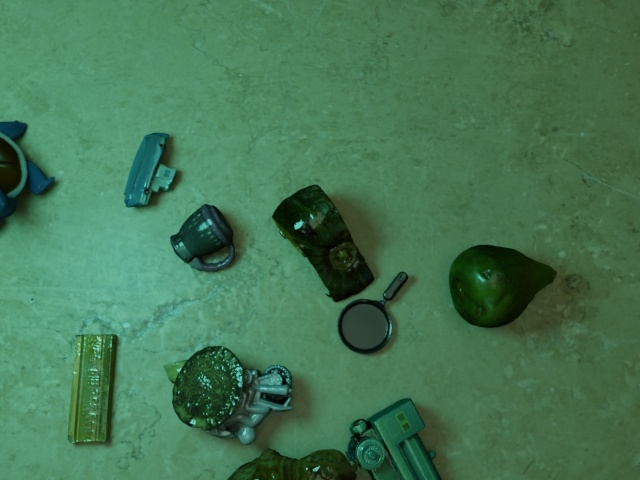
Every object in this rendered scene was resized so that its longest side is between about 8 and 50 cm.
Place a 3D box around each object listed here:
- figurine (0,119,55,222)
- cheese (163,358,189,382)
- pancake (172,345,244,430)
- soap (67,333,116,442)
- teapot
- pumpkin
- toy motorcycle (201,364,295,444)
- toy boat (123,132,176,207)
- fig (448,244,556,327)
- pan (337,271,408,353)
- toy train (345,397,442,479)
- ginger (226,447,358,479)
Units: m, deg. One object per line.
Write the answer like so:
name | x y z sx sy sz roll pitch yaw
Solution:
figurine | -0.826 -0.159 1.555 0.298 0.243 0.416 -44 63 -1
cheese | -0.333 0.317 1.542 0.084 0.041 0.060 -8 80 -5
pancake | -0.256 0.336 1.470 0.199 0.021 0.199 -9 68 24
soap | -0.542 0.348 1.530 0.092 0.037 0.252 1 79 -1
teapot | -0.290 -0.002 1.592 0.146 0.148 0.116 -33 45 3
pumpkin | -0.001 0.001 1.603 0.139 0.190 0.280 -34 125 -9
toy motorcycle | -0.183 0.389 1.500 0.260 0.110 0.170 -14 78 2
toy boat | -0.422 -0.173 1.631 0.102 0.088 0.215 20 75 -33
fig | 0.453 0.094 1.565 0.275 0.206 0.206 -14 79 -19
pan | 0.140 0.174 1.598 0.136 0.028 0.235 39 83 5
toy train | 0.191 0.528 1.485 0.194 0.120 0.298 -26 83 -15
ginger | -0.087 0.604 1.444 0.358 0.152 0.274 -6 108 0
